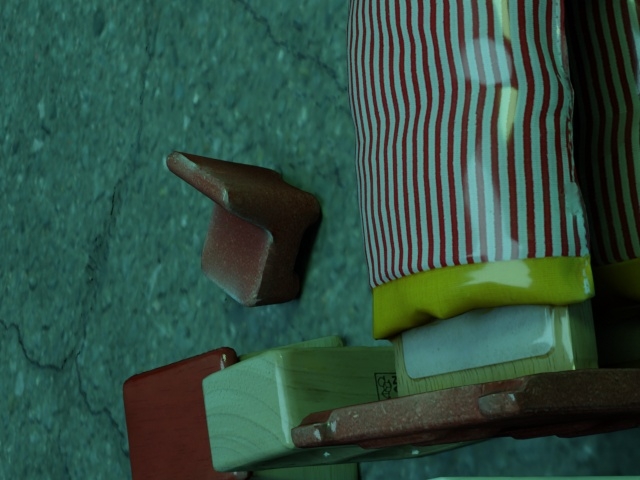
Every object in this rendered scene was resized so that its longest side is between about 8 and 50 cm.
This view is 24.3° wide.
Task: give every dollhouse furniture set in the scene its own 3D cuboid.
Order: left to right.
[{"bbox_3d":[0.000,0.000,0.635,0.374,0.152,0.201,-21,71,50],"label":"dollhouse furniture set"}]

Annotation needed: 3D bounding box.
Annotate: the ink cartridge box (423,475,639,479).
[{"bbox_3d":[0.071,0.124,0.517,0.127,0.175,0.072,-22,68,50],"label":"ink cartridge box"}]
